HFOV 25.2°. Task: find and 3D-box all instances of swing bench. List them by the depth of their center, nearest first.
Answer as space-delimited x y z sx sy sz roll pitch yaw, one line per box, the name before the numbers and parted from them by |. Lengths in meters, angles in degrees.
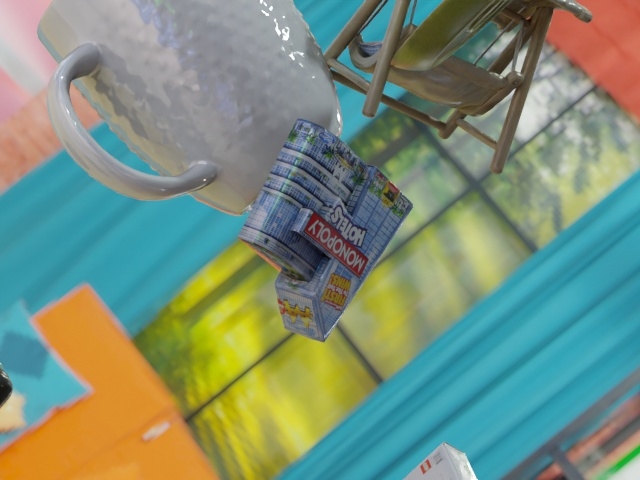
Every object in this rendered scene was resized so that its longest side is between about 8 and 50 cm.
swing bench | 0.171 -0.259 1.868 0.253 0.254 0.165 21 13 -35

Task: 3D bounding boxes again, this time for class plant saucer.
plant saucer | 0.179 -0.269 1.612 0.037 0.241 0.241 47 2 2

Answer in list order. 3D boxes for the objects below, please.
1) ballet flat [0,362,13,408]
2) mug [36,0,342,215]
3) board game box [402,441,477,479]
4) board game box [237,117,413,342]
ballet flat | -0.339 0.148 0.938 0.095 0.281 0.096 84 -5 -61
mug | -0.166 -0.185 1.725 0.328 0.276 0.374 51 47 1
board game box | 0.161 0.439 1.905 0.053 0.193 0.305 32 21 -33
board game box | 0.000 0.000 1.543 0.060 0.194 0.194 16 -14 35
